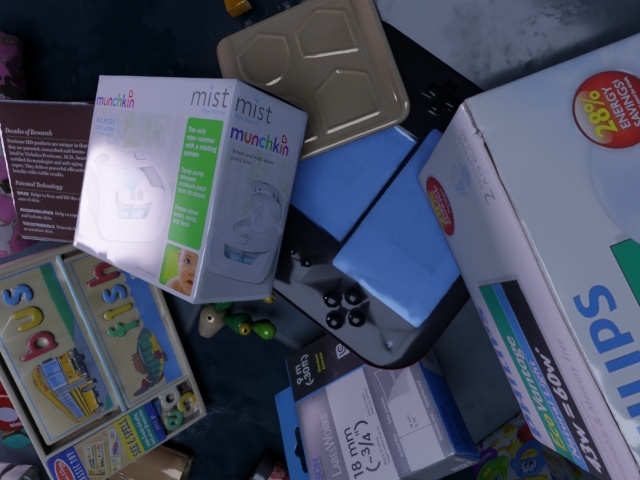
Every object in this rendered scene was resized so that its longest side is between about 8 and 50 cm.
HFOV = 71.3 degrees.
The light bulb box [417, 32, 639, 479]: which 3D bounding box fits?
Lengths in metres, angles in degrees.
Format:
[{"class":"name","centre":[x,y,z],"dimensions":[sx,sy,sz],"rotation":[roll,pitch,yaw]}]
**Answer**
[{"class":"light bulb box","centre":[0.346,-0.006,0.447],"dimensions":[0.360,0.225,0.358],"rotation":[-22,81,-1]}]

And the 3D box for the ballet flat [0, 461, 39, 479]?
[{"class":"ballet flat","centre":[-0.679,0.618,1.052],"dimensions":[0.400,0.139,0.139],"rotation":[41,112,-8]}]

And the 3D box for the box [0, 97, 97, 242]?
[{"class":"box","centre":[-0.353,-0.115,0.698],"dimensions":[0.166,0.168,0.203],"rotation":[5,109,12]}]

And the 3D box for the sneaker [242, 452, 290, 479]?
[{"class":"sneaker","centre":[-0.126,0.573,0.921],"dimensions":[0.145,0.090,0.270],"rotation":[35,109,2]}]

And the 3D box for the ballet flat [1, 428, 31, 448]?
[{"class":"ballet flat","centre":[-0.608,0.395,0.957],"dimensions":[0.232,0.073,0.080],"rotation":[-20,124,31]}]

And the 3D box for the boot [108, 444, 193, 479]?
[{"class":"boot","centre":[-0.435,0.518,0.973],"dimensions":[0.269,0.089,0.236],"rotation":[21,112,4]}]

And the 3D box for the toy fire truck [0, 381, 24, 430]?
[{"class":"toy fire truck","centre":[-0.476,0.236,0.865],"dimensions":[0.253,0.169,0.302],"rotation":[18,114,-20]}]

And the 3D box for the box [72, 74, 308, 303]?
[{"class":"box","centre":[-0.168,-0.072,0.554],"dimensions":[0.261,0.126,0.231],"rotation":[17,98,35]}]

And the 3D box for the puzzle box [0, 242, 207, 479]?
[{"class":"puzzle box","centre":[-0.387,0.201,0.773],"dimensions":[0.052,0.272,0.409],"rotation":[6,116,53]}]

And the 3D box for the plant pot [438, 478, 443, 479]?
[{"class":"plant pot","centre":[0.122,0.515,0.782],"dimensions":[0.228,0.227,0.207],"rotation":[-5,100,14]}]

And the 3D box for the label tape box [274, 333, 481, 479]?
[{"class":"label tape box","centre":[0.038,0.281,0.705],"dimensions":[0.333,0.241,0.106],"rotation":[-34,139,20]}]

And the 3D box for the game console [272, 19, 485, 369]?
[{"class":"game console","centre":[0.086,-0.058,0.609],"dimensions":[0.342,0.060,0.387],"rotation":[37,91,0]}]

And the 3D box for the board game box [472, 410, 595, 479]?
[{"class":"board game box","centre":[0.338,0.423,0.668],"dimensions":[0.144,0.275,0.142],"rotation":[40,112,-2]}]

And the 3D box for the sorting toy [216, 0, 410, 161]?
[{"class":"sorting toy","centre":[-0.031,-0.256,0.602],"dimensions":[0.229,0.041,0.307],"rotation":[-20,77,15]}]

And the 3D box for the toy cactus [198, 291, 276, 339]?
[{"class":"toy cactus","centre":[-0.173,0.105,0.784],"dimensions":[0.219,0.112,0.180],"rotation":[33,131,-3]}]

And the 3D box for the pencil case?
[{"class":"pencil case","centre":[-0.575,-0.161,0.737],"dimensions":[0.160,0.167,0.386],"rotation":[18,111,24]}]
